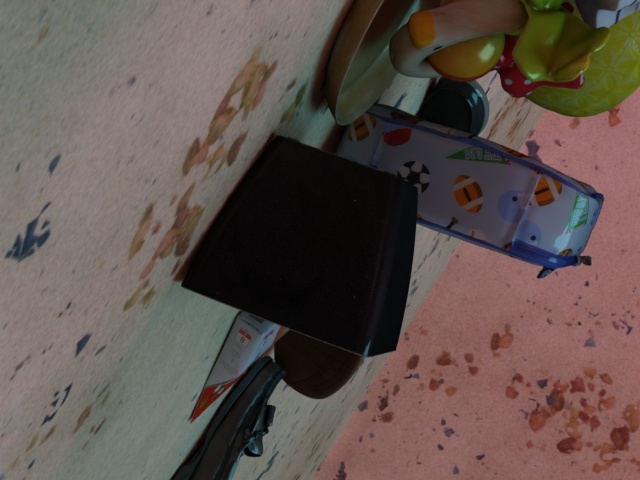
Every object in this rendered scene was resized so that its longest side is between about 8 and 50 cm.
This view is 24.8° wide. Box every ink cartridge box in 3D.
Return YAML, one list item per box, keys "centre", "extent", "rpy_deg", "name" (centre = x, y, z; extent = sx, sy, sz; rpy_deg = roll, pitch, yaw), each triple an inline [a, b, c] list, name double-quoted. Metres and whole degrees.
- centre: [-0.081, 0.136, 1.752]
  extent: [0.145, 0.045, 0.179]
  rpy_deg: [-41, 158, -55]
  name: "ink cartridge box"

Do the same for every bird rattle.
- centre: [0.167, -0.207, 1.420]
  extent: [0.253, 0.207, 0.143]
  rpy_deg: [176, -96, -85]
  name: "bird rattle"

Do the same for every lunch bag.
- centre: [0.170, -0.057, 1.624]
  extent: [0.115, 0.303, 0.243]
  rpy_deg: [-67, 168, 6]
  name: "lunch bag"

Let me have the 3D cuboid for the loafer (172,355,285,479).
- centre: [-0.115, 0.279, 1.892]
  extent: [0.267, 0.084, 0.096]
  rpy_deg: [-55, 169, -10]
  name: "loafer"

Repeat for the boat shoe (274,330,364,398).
- centre: [0.040, 0.058, 1.879]
  extent: [0.123, 0.123, 0.342]
  rpy_deg: [-42, 155, -52]
  name: "boat shoe"

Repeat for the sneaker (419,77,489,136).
- centre: [0.150, -0.123, 1.935]
  extent: [0.118, 0.083, 0.222]
  rpy_deg: [-50, 168, -31]
  name: "sneaker"

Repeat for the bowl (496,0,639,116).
- centre: [0.255, -0.292, 1.644]
  extent: [0.156, 0.289, 0.289]
  rpy_deg: [8, 123, -31]
  name: "bowl"

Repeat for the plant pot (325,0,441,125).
- centre: [0.069, -0.222, 1.429]
  extent: [0.236, 0.032, 0.236]
  rpy_deg: [-54, 169, -15]
  name: "plant pot"

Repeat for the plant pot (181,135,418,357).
- centre: [0.000, 0.000, 1.404]
  extent: [0.187, 0.188, 0.167]
  rpy_deg: [13, 96, -78]
  name: "plant pot"

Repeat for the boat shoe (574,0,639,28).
- centre: [0.286, -0.262, 1.370]
  extent: [0.084, 0.095, 0.258]
  rpy_deg: [-25, 179, 4]
  name: "boat shoe"
